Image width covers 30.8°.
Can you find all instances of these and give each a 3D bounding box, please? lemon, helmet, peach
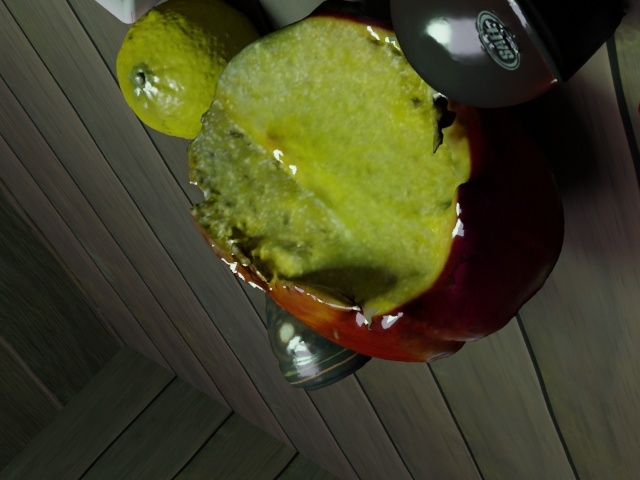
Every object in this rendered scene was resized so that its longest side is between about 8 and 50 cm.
[{"bbox_3d":[-0.174,-0.236,1.589,0.192,0.231,0.192,13,116,28],"label":"lemon"},{"bbox_3d":[0.161,-0.221,1.071,0.189,0.193,0.216,53,-161,-23],"label":"helmet"},{"bbox_3d":[0.054,-0.063,1.306,0.416,0.339,0.353,45,-174,-6],"label":"peach"}]

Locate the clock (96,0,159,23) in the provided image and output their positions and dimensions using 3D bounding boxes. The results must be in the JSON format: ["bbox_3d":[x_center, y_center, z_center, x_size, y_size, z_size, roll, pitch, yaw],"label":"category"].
[{"bbox_3d":[-0.274,-0.397,1.539,0.197,0.150,0.063,38,156,11],"label":"clock"}]

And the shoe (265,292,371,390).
[{"bbox_3d":[0.000,0.000,1.540,0.171,0.384,0.237,-22,119,34],"label":"shoe"}]

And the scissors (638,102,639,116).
[{"bbox_3d":[0.415,-0.091,1.075,0.144,0.017,0.247,51,157,-20],"label":"scissors"}]
